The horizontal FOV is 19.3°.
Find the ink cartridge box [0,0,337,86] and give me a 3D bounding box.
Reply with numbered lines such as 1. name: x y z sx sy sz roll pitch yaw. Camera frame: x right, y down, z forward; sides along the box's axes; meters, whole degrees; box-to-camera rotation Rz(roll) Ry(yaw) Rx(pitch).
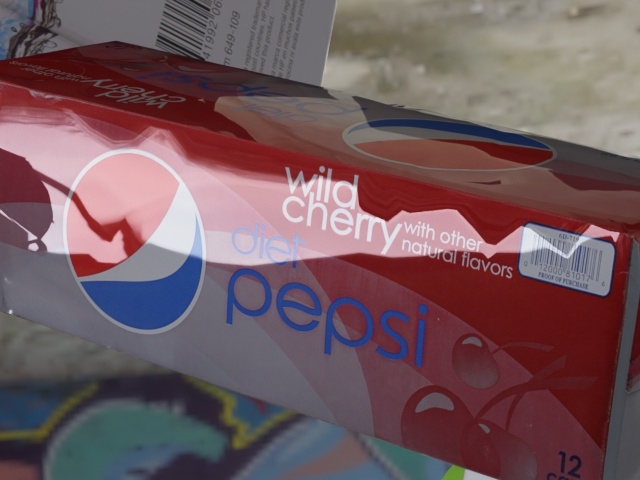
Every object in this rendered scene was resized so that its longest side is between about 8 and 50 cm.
1. ink cartridge box: -0.152 -0.152 0.963 0.270 0.198 0.197 26 151 -30

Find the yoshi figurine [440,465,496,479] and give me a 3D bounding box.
1. yoshi figurine: 0.155 0.089 1.127 0.362 0.203 0.203 -45 158 4

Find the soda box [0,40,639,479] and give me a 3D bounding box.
1. soda box: 0.000 0.000 0.602 0.263 0.083 0.092 16 -160 33
